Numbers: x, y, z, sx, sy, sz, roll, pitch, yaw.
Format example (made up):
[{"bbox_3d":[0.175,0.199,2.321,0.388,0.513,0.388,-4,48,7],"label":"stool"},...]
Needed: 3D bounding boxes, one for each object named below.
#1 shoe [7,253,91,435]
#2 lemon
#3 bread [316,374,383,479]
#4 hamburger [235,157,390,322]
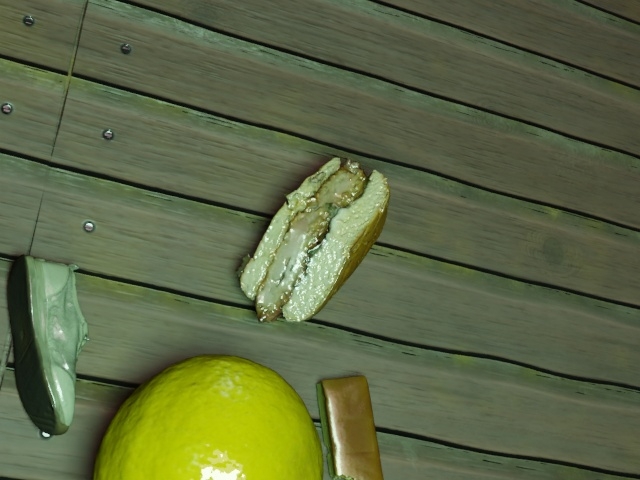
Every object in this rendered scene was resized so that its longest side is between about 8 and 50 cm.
[{"bbox_3d":[-0.400,0.154,1.457,0.098,0.103,0.275,0,76,-36],"label":"shoe"},{"bbox_3d":[-0.154,0.329,1.379,0.348,0.348,0.348,7,71,-20],"label":"lemon"},{"bbox_3d":[0.051,0.341,1.608,0.088,0.049,0.226,-2,75,-23],"label":"bread"},{"bbox_3d":[0.000,0.000,1.635,0.155,0.245,0.282,30,107,16],"label":"hamburger"}]
